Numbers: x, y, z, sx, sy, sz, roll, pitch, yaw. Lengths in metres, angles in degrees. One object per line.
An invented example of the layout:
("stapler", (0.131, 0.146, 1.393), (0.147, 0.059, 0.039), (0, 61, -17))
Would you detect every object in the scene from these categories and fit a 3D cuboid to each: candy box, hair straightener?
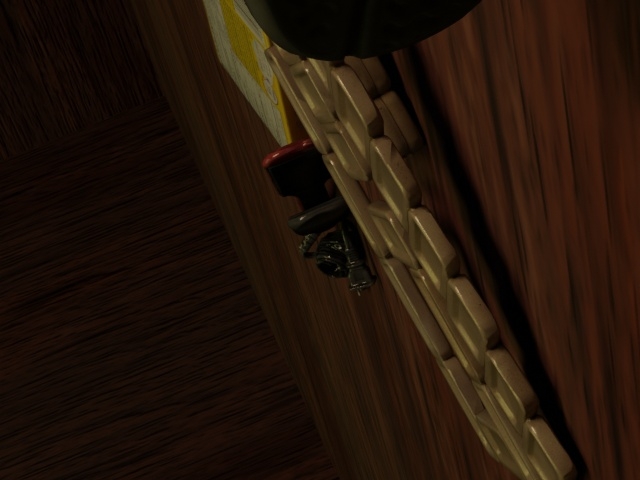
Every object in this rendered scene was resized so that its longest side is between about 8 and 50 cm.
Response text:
("candy box", (-0.043, -0.136, 1.009), (0.105, 0.027, 0.206), (57, 170, 27))
("hair straightener", (0.000, 0.000, 1.083), (0.230, 0.047, 0.089), (95, 152, -79))

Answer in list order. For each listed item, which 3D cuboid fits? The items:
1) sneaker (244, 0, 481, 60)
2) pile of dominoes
("sneaker", (-0.003, -0.146, 0.330), (0.227, 0.087, 0.130), (79, 170, -50))
("pile of dominoes", (0.052, -0.003, 0.735), (0.251, 0.040, 0.196), (60, 175, -7))
